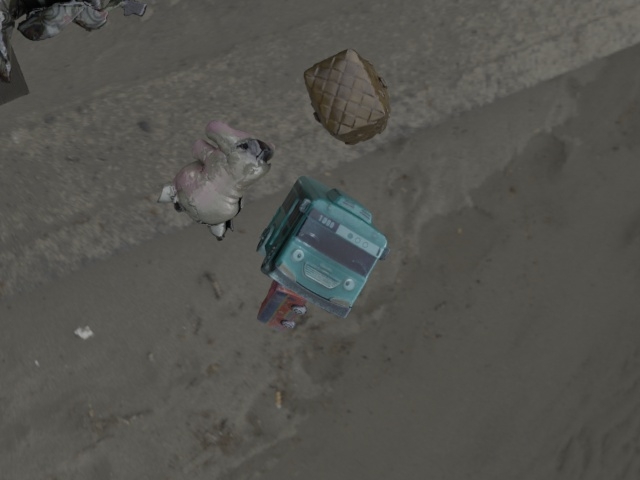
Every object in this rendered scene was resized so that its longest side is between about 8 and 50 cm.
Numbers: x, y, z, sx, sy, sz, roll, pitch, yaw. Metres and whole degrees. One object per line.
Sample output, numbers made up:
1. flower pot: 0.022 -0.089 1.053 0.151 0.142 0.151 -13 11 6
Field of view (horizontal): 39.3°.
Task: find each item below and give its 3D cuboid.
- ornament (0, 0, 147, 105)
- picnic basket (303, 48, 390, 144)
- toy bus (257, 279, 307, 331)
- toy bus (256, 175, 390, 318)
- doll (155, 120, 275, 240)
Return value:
1. ornament: -0.238 -0.240 0.852 0.196 0.153 0.166 -19 106 -4
2. picnic basket: 0.049 -0.224 1.444 0.128 0.178 0.138 -25 88 4
3. toy bus: -0.063 0.109 1.641 0.077 0.192 0.065 23 62 -6
4. toy bus: 0.000 0.000 1.220 0.128 0.256 0.147 30 96 -11
5. doll: -0.153 -0.092 1.388 0.149 0.095 0.192 25 119 -37
